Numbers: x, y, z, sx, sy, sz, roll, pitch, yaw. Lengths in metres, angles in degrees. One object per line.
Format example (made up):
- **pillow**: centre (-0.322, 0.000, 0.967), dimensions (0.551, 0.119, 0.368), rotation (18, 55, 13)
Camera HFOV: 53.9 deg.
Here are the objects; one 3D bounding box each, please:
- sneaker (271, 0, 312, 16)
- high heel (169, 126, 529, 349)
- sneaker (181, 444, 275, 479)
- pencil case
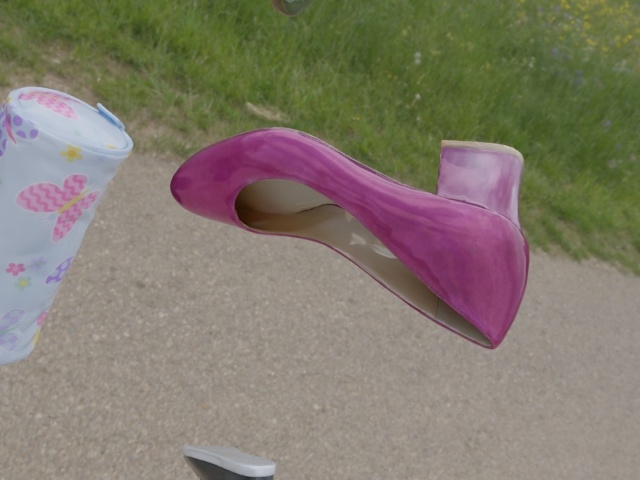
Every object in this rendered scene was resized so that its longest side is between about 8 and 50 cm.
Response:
- **sneaker**: centre (0.016, -0.352, 0.748), dimensions (0.086, 0.192, 0.064), rotation (35, 8, 37)
- **high heel**: centre (0.000, 0.000, 0.385), dimensions (0.243, 0.082, 0.117), rotation (5, 59, 18)
- **sneaker**: centre (-0.183, 0.454, 1.137), dimensions (0.104, 0.295, 0.147), rotation (12, 77, -33)
- **pencil case**: centre (-0.283, -0.008, 0.605), dimensions (0.113, 0.273, 0.124), rotation (42, 21, 26)
